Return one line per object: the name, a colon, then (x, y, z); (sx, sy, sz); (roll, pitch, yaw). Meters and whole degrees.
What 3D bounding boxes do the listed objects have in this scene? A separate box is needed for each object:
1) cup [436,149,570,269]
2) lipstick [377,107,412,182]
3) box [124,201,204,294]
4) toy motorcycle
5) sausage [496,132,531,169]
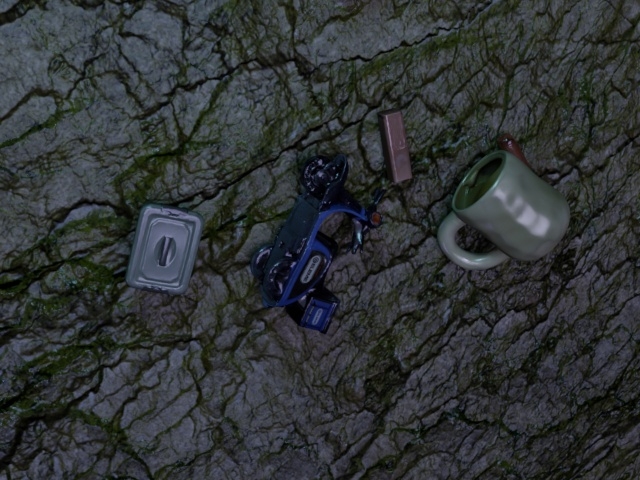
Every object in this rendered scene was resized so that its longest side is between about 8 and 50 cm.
cup: (0.380, -0.036, 1.710); (0.202, 0.173, 0.255); (36, 96, -16)
lipstick: (0.153, -0.194, 1.657); (0.045, 0.045, 0.145); (-18, 113, -14)
box: (-0.301, 0.007, 1.544); (0.124, 0.093, 0.172); (12, 103, -21)
toy motorcycle: (0.000, 0.000, 1.636); (0.213, 0.125, 0.358); (18, 103, -32)
sausage: (0.432, -0.158, 1.769); (0.047, 0.040, 0.176); (-35, 117, -6)
